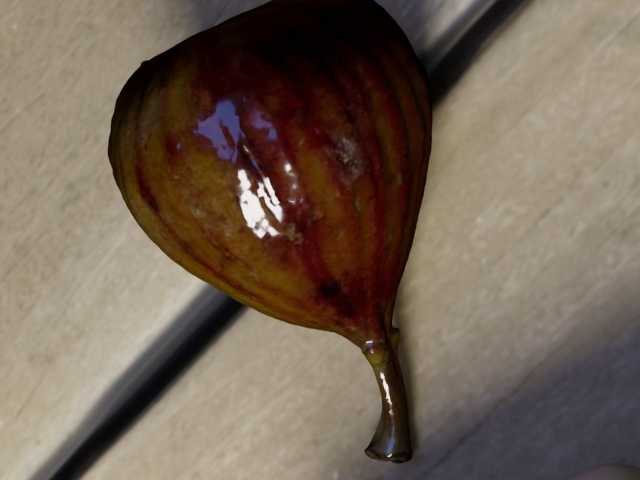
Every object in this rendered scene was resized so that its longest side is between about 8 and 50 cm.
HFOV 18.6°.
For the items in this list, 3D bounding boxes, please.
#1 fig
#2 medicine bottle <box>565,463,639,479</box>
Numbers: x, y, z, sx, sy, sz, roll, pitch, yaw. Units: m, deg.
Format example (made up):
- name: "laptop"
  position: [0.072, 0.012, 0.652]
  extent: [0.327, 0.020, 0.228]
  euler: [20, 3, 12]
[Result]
- name: "fig"
  position: [0.000, 0.000, 1.306]
  extent: [0.217, 0.217, 0.321]
  euler: [-20, 101, 26]
- name: "medicine bottle"
  position: [0.146, 0.258, 1.137]
  extent: [0.379, 0.213, 0.213]
  euler: [-32, 68, 23]
